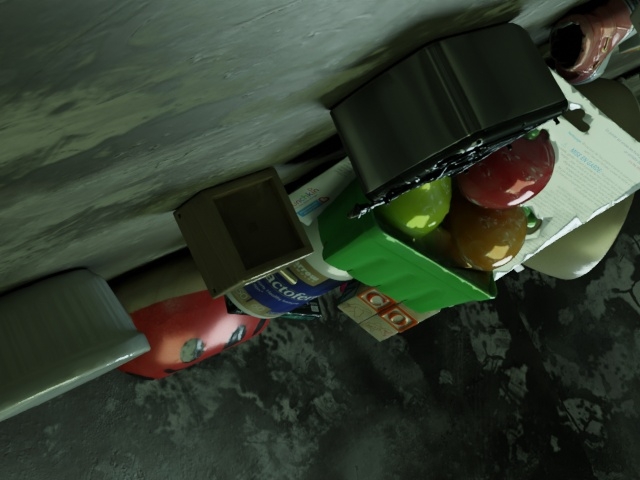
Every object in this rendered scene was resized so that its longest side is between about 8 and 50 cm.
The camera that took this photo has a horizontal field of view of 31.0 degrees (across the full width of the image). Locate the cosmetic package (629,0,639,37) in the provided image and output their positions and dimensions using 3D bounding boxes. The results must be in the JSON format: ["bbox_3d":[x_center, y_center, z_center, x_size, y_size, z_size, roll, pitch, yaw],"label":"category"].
[{"bbox_3d":[0.425,-0.187,1.076,0.138,0.225,0.224,-24,168,-7],"label":"cosmetic package"}]

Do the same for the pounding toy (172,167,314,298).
[{"bbox_3d":[-0.080,0.000,1.333,0.141,0.130,0.100,-22,176,-40],"label":"pounding toy"}]

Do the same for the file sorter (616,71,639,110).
[{"bbox_3d":[0.633,-0.244,2.309,0.277,0.173,0.193,-26,175,6],"label":"file sorter"}]

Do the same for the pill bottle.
[{"bbox_3d":[-0.017,0.001,1.615,0.153,0.153,0.264,-21,174,-46],"label":"pill bottle"}]

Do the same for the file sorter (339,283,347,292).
[{"bbox_3d":[0.208,0.001,2.212,0.182,0.202,0.290,25,-148,35],"label":"file sorter"}]

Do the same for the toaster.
[{"bbox_3d":[0.117,-0.119,1.123,0.185,0.110,0.168,-22,175,-43],"label":"toaster"}]

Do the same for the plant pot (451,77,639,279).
[{"bbox_3d":[0.280,-0.104,1.576,0.191,0.284,0.284,12,164,-15],"label":"plant pot"}]

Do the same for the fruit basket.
[{"bbox_3d":[0.179,-0.071,1.375,0.327,0.165,0.353,28,124,-36],"label":"fruit basket"}]

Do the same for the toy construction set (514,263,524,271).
[{"bbox_3d":[0.314,-0.076,1.842,0.309,0.257,0.237,1,175,16],"label":"toy construction set"}]

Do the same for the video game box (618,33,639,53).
[{"bbox_3d":[0.457,-0.262,1.316,0.187,0.048,0.205,-10,-177,-1],"label":"video game box"}]

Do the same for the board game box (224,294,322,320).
[{"bbox_3d":[-0.080,0.056,1.764,0.026,0.126,0.186,-29,155,36],"label":"board game box"}]

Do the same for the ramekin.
[{"bbox_3d":[-0.360,0.135,1.430,0.273,0.127,0.273,-25,177,-1],"label":"ramekin"}]

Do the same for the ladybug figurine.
[{"bbox_3d":[-0.213,0.117,1.873,0.305,0.162,0.449,-27,176,25],"label":"ladybug figurine"}]

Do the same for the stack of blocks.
[{"bbox_3d":[0.126,0.000,1.679,0.171,0.087,0.297,-34,-156,45],"label":"stack of blocks"}]

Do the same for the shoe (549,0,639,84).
[{"bbox_3d":[0.286,-0.216,1.291,0.081,0.063,0.178,-23,171,-17],"label":"shoe"}]
